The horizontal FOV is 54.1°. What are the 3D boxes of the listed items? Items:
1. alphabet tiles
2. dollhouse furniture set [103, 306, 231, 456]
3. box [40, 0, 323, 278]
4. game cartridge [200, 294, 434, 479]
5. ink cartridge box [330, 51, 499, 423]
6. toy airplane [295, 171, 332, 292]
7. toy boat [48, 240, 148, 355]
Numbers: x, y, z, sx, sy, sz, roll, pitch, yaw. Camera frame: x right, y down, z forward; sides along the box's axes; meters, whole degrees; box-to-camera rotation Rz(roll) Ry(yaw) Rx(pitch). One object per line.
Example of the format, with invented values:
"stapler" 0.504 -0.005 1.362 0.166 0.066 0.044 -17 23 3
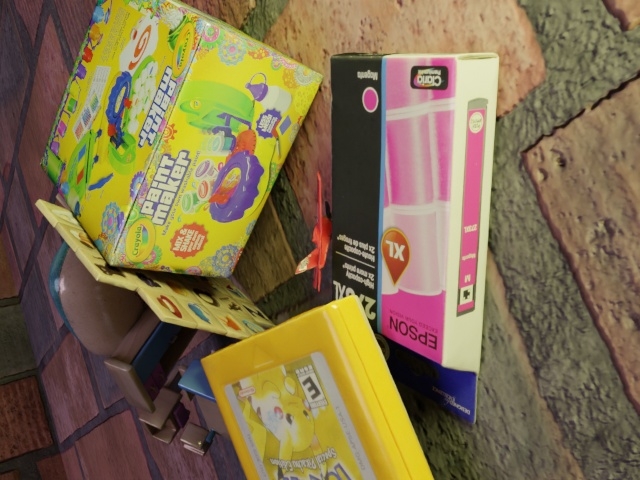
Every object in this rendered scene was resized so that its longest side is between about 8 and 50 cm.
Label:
"alphabet tiles" -0.207 0.042 0.854 0.285 0.342 0.011 39 96 34
"dollhouse furniture set" -0.140 0.229 1.028 0.304 0.198 0.286 17 142 18
"box" -0.195 -0.149 0.810 0.279 0.177 0.289 41 111 41
"game cartridge" -0.001 0.251 0.711 0.285 0.053 0.323 -30 79 46
"ink cartridge box" 0.085 -0.001 0.644 0.176 0.069 0.370 20 119 50
"toy airplane" 0.000 0.000 0.718 0.028 0.151 0.151 7 112 8
"toy boat" -0.344 0.033 1.053 0.267 0.148 0.318 83 -164 -49
